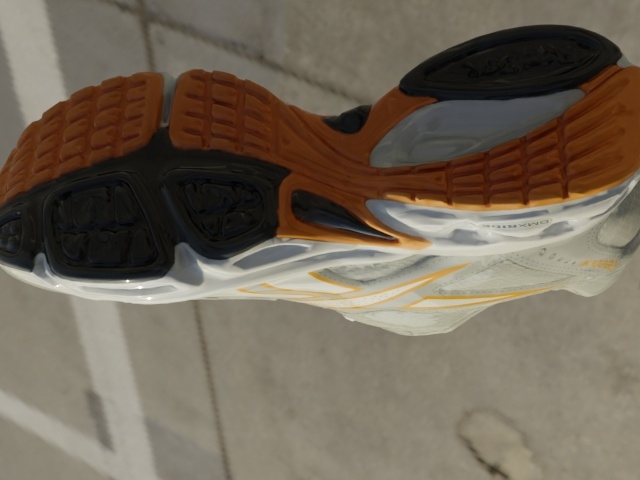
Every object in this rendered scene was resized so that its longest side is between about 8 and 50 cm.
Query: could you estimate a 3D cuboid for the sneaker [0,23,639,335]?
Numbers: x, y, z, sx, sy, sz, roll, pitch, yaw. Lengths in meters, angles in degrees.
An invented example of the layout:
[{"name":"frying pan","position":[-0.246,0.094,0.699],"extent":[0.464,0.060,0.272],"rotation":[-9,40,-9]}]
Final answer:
[{"name":"sneaker","position":[0.000,0.000,0.559],"extent":[0.262,0.099,0.121],"rotation":[-4,146,15]}]
